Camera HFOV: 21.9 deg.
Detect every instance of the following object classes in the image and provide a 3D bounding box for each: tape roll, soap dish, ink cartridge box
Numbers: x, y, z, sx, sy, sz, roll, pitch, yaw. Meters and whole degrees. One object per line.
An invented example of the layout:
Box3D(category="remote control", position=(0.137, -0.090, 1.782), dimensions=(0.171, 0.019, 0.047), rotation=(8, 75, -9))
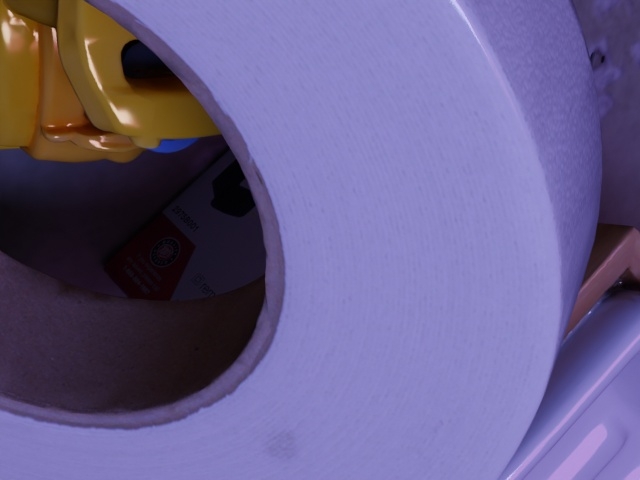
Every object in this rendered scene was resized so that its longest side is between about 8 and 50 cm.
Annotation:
Box3D(category="tape roll", position=(-0.097, -0.030, 0.571), dimensions=(0.072, 0.392, 0.392), rotation=(-63, 152, -46))
Box3D(category="soap dish", position=(0.131, 0.137, 0.886), dimensions=(0.229, 0.118, 0.291), rotation=(-48, 134, -2))
Box3D(category="ink cartridge box", position=(0.000, 0.000, 0.808), dimensions=(0.175, 0.127, 0.072), rotation=(-44, 132, -5))

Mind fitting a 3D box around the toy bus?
Box3D(category="toy bus", position=(-0.060, -0.108, 0.637), dimensions=(0.149, 0.211, 0.220), rotation=(-14, 127, -30))
